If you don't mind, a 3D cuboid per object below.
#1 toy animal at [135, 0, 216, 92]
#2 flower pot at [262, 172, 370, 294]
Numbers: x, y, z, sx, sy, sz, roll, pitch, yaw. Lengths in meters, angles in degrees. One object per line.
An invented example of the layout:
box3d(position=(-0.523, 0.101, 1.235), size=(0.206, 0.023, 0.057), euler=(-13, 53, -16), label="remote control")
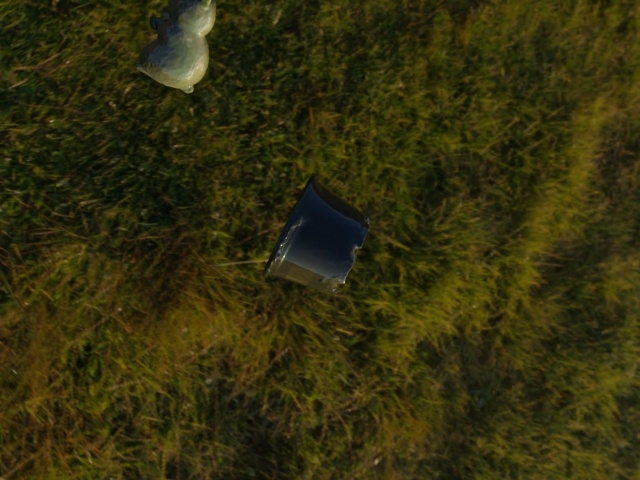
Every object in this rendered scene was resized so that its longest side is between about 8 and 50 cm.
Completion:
box3d(position=(-0.245, -0.408, 1.386), size=(0.127, 0.251, 0.125), euler=(17, 43, -28), label="toy animal")
box3d(position=(0.000, 0.000, 1.002), size=(0.106, 0.157, 0.158), euler=(25, 78, -6), label="flower pot")
